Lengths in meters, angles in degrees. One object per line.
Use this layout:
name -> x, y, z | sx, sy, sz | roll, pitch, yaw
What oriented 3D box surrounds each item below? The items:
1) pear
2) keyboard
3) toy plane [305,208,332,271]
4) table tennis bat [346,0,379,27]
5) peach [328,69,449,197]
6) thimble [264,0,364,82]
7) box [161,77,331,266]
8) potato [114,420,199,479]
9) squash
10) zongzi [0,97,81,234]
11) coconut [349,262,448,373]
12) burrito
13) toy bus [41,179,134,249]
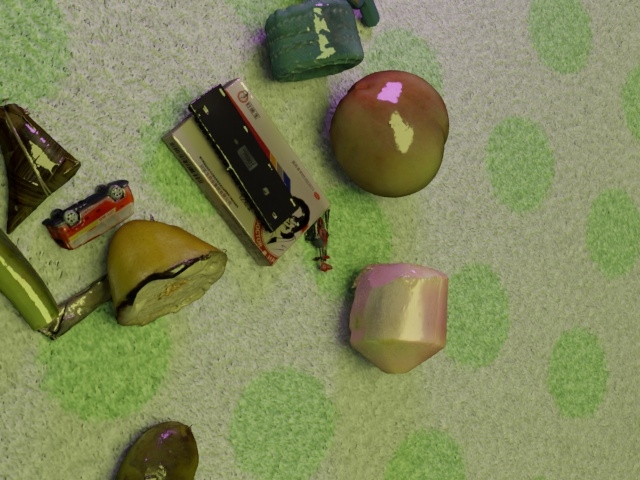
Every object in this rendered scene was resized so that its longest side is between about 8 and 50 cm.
pear -> -0.322, 0.040, 1.600 | 0.267, 0.267, 0.178 | -30, 74, -32
keyboard -> -0.160, -0.166, 1.732 | 0.106, 0.027, 0.317 | -43, 110, -32
toy plane -> 0.000, 0.000, 1.898 | 0.060, 0.037, 0.145 | -2, 84, -45
table tennis bat -> 0.065, -0.609, 1.888 | 0.329, 0.044, 0.215 | 51, 35, -52
peach -> 0.162, -0.246, 1.895 | 0.292, 0.247, 0.292 | -21, 120, -42
thimble -> -0.013, -0.434, 1.825 | 0.235, 0.198, 0.143 | -15, 94, -60
box -> -0.150, -0.143, 1.790 | 0.214, 0.069, 0.353 | -46, 113, -28
potato -> -0.318, 0.460, 1.605 | 0.149, 0.113, 0.251 | 42, 67, -21
squash -> -0.562, 0.049, 1.485 | 0.083, 0.083, 0.250 | -45, 112, -28
zongzi -> -0.561, -0.137, 1.506 | 0.187, 0.084, 0.184 | 47, 73, -15
coconut -> 0.175, 0.182, 1.903 | 0.233, 0.233, 0.245 | 15, 78, -33
burrito -> -0.456, 0.125, 1.578 | 0.171, 0.042, 0.051 | -40, 109, -33
toy bus -> -0.431, -0.049, 1.587 | 0.174, 0.079, 0.077 | -35, 115, -31
